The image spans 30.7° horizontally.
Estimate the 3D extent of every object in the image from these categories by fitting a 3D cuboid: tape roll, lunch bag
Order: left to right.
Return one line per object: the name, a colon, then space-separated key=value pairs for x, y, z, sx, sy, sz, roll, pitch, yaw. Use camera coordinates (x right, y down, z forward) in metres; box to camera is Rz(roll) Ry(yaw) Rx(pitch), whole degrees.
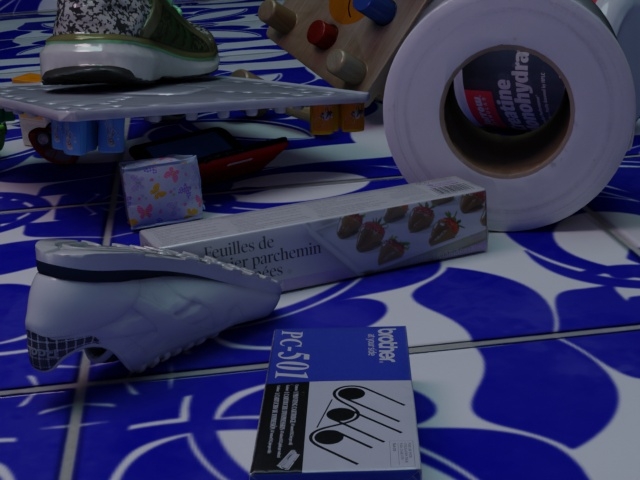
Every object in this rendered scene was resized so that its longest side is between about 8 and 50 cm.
lunch bag: x=-0.169 y=-0.053 z=1.246 sx=0.083 sy=0.071 sz=0.053 roll=-10 pitch=15 yaw=-12
tape roll: x=0.193 y=-0.149 z=1.194 sx=0.246 sy=0.246 sz=0.169 roll=0 pitch=18 yaw=11

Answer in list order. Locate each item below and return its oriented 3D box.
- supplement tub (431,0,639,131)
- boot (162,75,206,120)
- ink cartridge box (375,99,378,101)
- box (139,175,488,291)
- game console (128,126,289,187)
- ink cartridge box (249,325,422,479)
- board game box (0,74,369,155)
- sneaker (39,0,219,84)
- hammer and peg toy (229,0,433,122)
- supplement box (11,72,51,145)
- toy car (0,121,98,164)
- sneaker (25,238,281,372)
supplement tub: x=0.281 y=-0.238 z=1.530 sx=0.272 sy=0.191 sz=0.191 roll=9 pitch=22 yaw=34
boot: x=-0.289 y=-0.231 z=1.793 sx=0.176 sy=0.088 sz=0.244 roll=0 pitch=11 yaw=13
ink cartridge box: x=0.146 y=-0.354 z=1.877 sx=0.201 sy=0.117 sz=0.278 roll=-42 pitch=5 yaw=23
box: x=0.000 y=0.000 z=1.065 sx=0.324 sy=0.063 sz=0.067 roll=-11 pitch=18 yaw=-22
game console: x=-0.132 y=-0.112 z=1.380 sx=0.144 sy=0.085 sz=0.124 roll=-19 pitch=-10 yaw=-37
ink cartridge box: x=0.012 y=0.114 z=0.746 sx=0.097 sy=0.046 sz=0.207 roll=-2 pitch=18 yaw=2
board game box: x=-0.203 y=-0.162 z=1.432 sx=0.389 sy=0.050 sz=0.390 roll=-8 pitch=14 yaw=-33
sneaker: x=-0.236 y=-0.303 z=1.536 sx=0.158 sy=0.182 sz=0.410 roll=2 pitch=12 yaw=11
hammer and peg toy: x=0.033 y=-0.301 z=1.678 sx=0.127 sy=0.361 sz=0.266 roll=22 pitch=14 yaw=-47
supplement box: x=-0.392 y=-0.181 z=1.630 sx=0.062 sy=0.098 sz=0.036 roll=12 pitch=27 yaw=37
toy car: x=-0.428 y=-0.125 z=1.542 sx=0.239 sy=0.053 sz=0.225 roll=-15 pitch=21 yaw=-33
sneaker: x=-0.128 y=0.054 z=0.909 sx=0.090 sy=0.095 sz=0.235 roll=8 pitch=2 yaw=45
